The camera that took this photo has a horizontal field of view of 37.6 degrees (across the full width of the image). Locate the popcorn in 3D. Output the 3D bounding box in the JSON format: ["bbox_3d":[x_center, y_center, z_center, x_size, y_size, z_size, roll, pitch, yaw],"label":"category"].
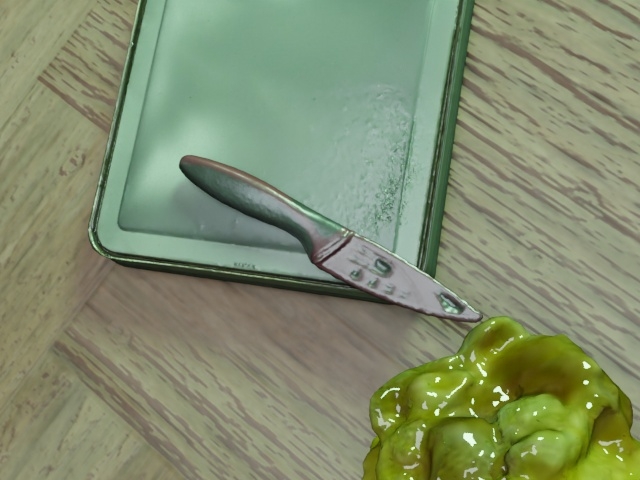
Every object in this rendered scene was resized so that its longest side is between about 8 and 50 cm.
[{"bbox_3d":[0.110,0.154,0.558,0.197,0.156,0.198,-4,47,4],"label":"popcorn"}]

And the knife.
[{"bbox_3d":[0.000,0.000,0.658,0.247,0.018,0.035,29,86,17],"label":"knife"}]

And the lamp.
[{"bbox_3d":[-0.030,-0.098,0.720,0.269,0.047,0.267,7,81,16],"label":"lamp"}]
